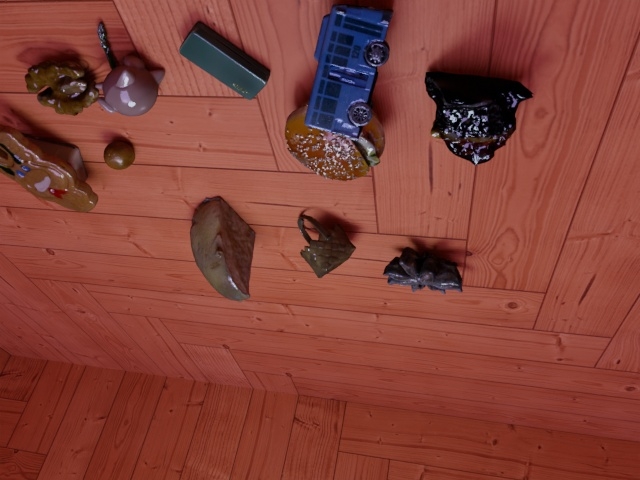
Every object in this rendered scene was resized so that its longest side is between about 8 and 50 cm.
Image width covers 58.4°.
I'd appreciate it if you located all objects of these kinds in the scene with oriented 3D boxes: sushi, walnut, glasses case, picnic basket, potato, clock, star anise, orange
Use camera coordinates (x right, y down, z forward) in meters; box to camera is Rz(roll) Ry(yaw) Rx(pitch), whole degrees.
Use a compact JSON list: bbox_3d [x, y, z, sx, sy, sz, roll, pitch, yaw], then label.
[{"bbox_3d":[0.306,-0.239,1.146,0.172,0.153,0.150,-4,127,-9],"label":"sushi"},{"bbox_3d":[-0.599,-0.364,1.342,0.170,0.069,0.143,-4,142,21],"label":"walnut"},{"bbox_3d":[-0.201,-0.377,1.212,0.184,0.039,0.078,30,143,-25],"label":"glasses case"},{"bbox_3d":[0.000,0.000,1.637,0.178,0.138,0.128,50,154,12],"label":"picnic basket"},{"bbox_3d":[-0.323,0.043,1.692,0.190,0.264,0.211,-16,144,23],"label":"potato"},{"bbox_3d":[-0.772,-0.217,1.615,0.192,0.071,0.147,13,147,0],"label":"clock"},{"bbox_3d":[0.306,0.086,1.674,0.223,0.108,0.236,10,165,19],"label":"star anise"},{"bbox_3d":[-0.533,-0.225,1.522,0.085,0.085,0.085,9,147,6],"label":"orange"}]

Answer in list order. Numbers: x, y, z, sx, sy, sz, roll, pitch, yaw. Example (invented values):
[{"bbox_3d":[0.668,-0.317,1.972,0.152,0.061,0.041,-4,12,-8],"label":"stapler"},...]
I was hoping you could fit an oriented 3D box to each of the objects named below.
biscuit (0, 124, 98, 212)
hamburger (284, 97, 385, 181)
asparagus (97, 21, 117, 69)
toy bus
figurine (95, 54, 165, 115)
[{"bbox_3d":[-0.767,-0.180,1.562,0.202,0.047,0.334,-19,135,38],"label":"biscuit"},{"bbox_3d":[0.029,-0.225,1.264,0.237,0.147,0.236,12,147,8],"label":"hamburger"},{"bbox_3d":[-0.465,-0.391,1.296,0.023,0.022,0.232,-15,147,-9],"label":"asparagus"},{"bbox_3d":[0.051,-0.318,1.062,0.134,0.116,0.233,15,113,1],"label":"toy bus"},{"bbox_3d":[-0.423,-0.340,1.277,0.125,0.125,0.138,32,131,-27],"label":"figurine"}]
